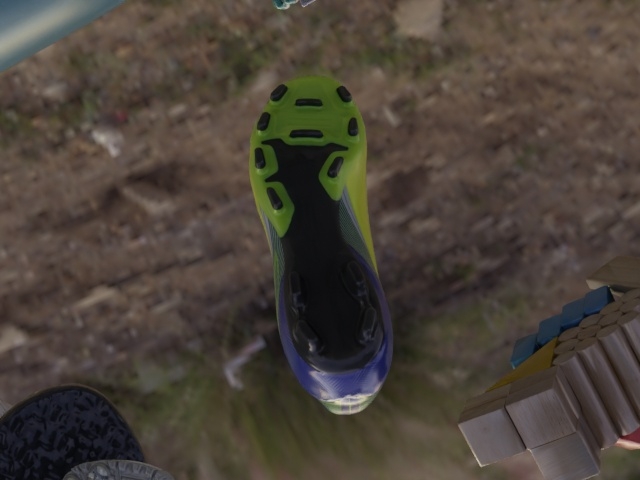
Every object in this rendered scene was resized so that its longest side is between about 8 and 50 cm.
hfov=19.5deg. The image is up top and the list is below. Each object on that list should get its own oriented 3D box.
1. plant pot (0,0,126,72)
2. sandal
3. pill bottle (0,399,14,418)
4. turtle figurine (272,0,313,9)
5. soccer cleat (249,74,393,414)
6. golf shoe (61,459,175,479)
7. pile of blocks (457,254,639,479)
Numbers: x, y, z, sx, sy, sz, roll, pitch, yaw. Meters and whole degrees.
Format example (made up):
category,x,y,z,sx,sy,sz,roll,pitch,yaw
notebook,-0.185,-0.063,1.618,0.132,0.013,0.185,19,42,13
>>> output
category,x,y,z,sx,sy,sz,roll,pitch,yaw
plant pot,-0.174,-0.266,1.122,0.235,0.293,0.293,-24,143,-6
sandal,-0.215,0.330,1.551,0.167,0.107,0.446,-5,102,-9
pill bottle,-0.341,0.184,1.643,0.131,0.131,0.229,-37,144,12
turtle figurine,-0.043,-0.311,1.776,0.234,0.118,0.175,-1,112,-7
soccer cleat,-0.001,0.001,1.436,0.093,0.289,0.121,-7,145,-1
golf shoe,-0.161,0.193,1.371,0.176,0.069,0.086,-18,178,33
pile of blocks,0.268,0.091,1.528,0.362,0.149,0.113,-33,106,-16
